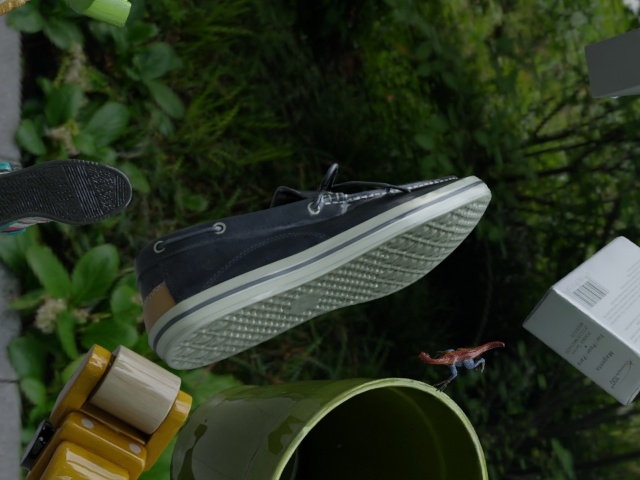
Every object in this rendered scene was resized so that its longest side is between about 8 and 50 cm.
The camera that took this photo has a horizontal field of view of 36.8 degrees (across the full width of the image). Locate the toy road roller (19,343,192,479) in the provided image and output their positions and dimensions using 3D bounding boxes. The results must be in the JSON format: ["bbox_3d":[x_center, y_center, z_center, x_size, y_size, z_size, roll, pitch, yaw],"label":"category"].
[{"bbox_3d":[-0.389,0.372,1.686,0.203,0.329,0.240,32,16,-14],"label":"toy road roller"}]

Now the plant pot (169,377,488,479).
[{"bbox_3d":[-0.025,0.341,1.319,0.367,0.353,0.366,-3,95,-35],"label":"plant pot"}]

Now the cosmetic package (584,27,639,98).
[{"bbox_3d":[0.572,-0.307,1.594,0.127,0.238,0.107,-10,93,-36],"label":"cosmetic package"}]

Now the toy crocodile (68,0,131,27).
[{"bbox_3d":[-0.170,-0.384,1.010,0.115,0.340,0.105,31,-2,-33],"label":"toy crocodile"}]

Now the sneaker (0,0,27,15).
[{"bbox_3d":[-0.378,-0.369,1.199,0.112,0.297,0.131,-102,165,-62],"label":"sneaker"}]

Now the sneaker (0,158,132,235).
[{"bbox_3d":[-0.454,-0.069,1.558,0.178,0.296,0.123,-145,-131,-77],"label":"sneaker"}]

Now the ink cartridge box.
[{"bbox_3d":[0.367,0.109,1.019,0.239,0.060,0.275,40,28,18],"label":"ink cartridge box"}]

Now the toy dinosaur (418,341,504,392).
[{"bbox_3d":[0.161,0.137,1.165,0.082,0.090,0.047,18,29,-45],"label":"toy dinosaur"}]

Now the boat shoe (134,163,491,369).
[{"bbox_3d":[0.000,0.000,1.203,0.156,0.500,0.186,57,-27,26],"label":"boat shoe"}]
